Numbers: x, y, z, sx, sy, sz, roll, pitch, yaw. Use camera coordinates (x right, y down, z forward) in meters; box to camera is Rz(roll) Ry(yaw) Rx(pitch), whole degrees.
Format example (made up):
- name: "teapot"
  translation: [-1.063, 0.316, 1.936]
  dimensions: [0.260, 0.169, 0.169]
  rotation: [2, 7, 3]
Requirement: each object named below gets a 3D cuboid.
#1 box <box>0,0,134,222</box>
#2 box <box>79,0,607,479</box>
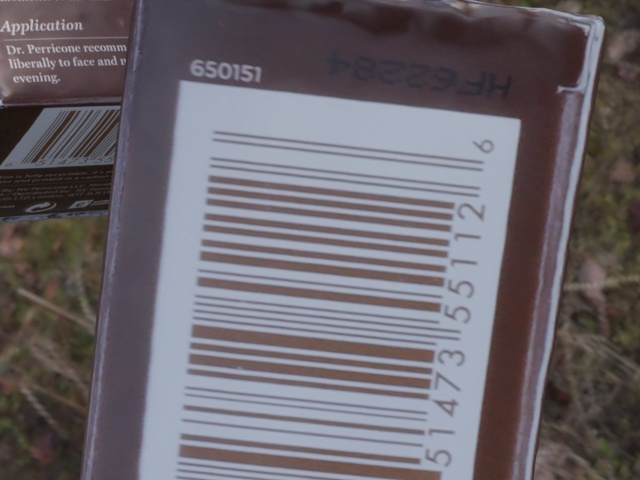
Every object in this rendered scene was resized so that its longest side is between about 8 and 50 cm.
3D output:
- name: "box"
  translation: [-0.162, -0.134, 0.899]
  dimensions: [0.167, 0.168, 0.203]
  rotation: [-38, 62, 52]
- name: "box"
  translation: [0.000, 0.000, 0.608]
  dimensions: [0.381, 0.143, 0.191]
  rotation: [-109, 25, -82]
